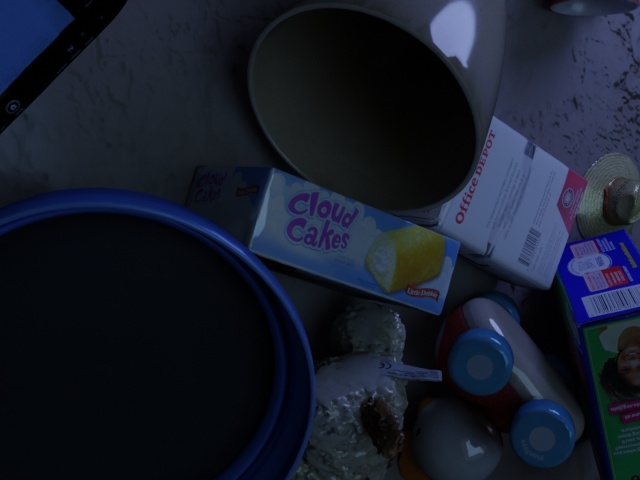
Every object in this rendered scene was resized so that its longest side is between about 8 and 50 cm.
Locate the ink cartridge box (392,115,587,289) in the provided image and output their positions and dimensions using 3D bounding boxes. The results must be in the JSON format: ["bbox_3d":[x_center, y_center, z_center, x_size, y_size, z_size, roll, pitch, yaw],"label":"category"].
[{"bbox_3d":[0.213,-0.051,1.312,0.218,0.092,0.158,28,80,-36],"label":"ink cartridge box"}]

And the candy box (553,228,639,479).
[{"bbox_3d":[0.395,0.183,1.363,0.122,0.268,0.317,-14,108,9],"label":"candy box"}]

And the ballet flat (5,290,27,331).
[{"bbox_3d":[-0.295,0.082,0.995,0.079,0.077,0.221,-23,110,-10],"label":"ballet flat"}]

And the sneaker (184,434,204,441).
[{"bbox_3d":[-0.173,0.089,1.055,0.101,0.106,0.267,-30,110,-26],"label":"sneaker"}]

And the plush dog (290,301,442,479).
[{"bbox_3d":[0.018,0.227,1.173,0.262,0.210,0.225,-21,134,-29],"label":"plush dog"}]

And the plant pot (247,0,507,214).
[{"bbox_3d":[0.095,-0.213,1.139,0.256,0.256,0.274,56,45,-26],"label":"plant pot"}]

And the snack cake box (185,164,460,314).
[{"bbox_3d":[0.000,0.000,1.134,0.264,0.152,0.089,20,85,-35],"label":"snack cake box"}]

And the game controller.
[{"bbox_3d":[-0.286,-0.145,0.819,0.319,0.067,0.166,-46,140,-3],"label":"game controller"}]

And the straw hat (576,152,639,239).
[{"bbox_3d":[0.430,-0.054,1.481,0.144,0.061,0.144,-5,99,-35],"label":"straw hat"}]

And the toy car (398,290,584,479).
[{"bbox_3d":[0.175,0.211,1.286,0.238,0.219,0.210,-40,90,17],"label":"toy car"}]

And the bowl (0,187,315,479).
[{"bbox_3d":[-0.201,0.135,0.955,0.391,0.077,0.391,-3,113,-8],"label":"bowl"}]

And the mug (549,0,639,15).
[{"bbox_3d":[0.357,-0.386,1.381,0.113,0.150,0.169,1,92,2],"label":"mug"}]
